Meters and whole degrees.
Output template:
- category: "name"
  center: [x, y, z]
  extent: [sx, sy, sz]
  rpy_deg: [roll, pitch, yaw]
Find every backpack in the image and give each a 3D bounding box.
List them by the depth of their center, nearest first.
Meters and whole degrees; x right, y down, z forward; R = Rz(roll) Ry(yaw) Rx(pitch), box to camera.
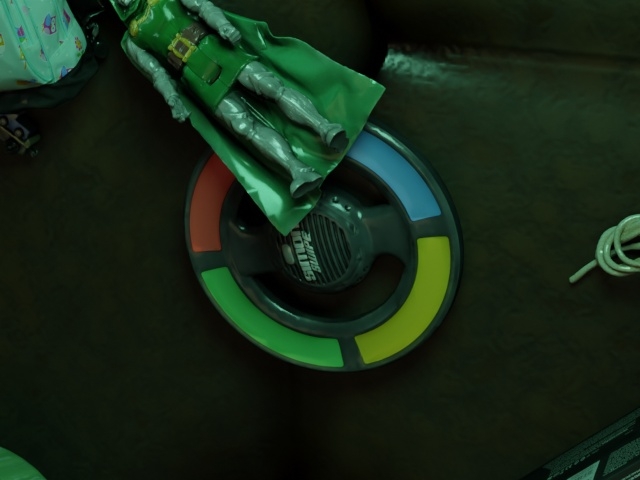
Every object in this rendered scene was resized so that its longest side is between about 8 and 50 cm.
- category: "backpack"
  center: [-0.256, -0.183, 1.414]
  extent: [0.152, 0.115, 0.182]
  rpy_deg: [-4, 131, 14]

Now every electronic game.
- category: "electronic game"
  center: [0.000, 0.000, 1.462]
  extent: [0.229, 0.048, 0.229]
  rpy_deg: [8, 117, 17]

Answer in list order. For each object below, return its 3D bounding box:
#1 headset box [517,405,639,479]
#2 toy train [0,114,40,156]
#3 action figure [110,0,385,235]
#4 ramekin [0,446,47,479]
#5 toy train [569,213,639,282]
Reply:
- category: "headset box"
  center: [0.296, 0.279, 1.446]
  extent: [0.218, 0.110, 0.293]
  rpy_deg: [-37, 97, 31]
- category: "toy train"
  center: [-0.290, -0.124, 1.525]
  extent: [0.158, 0.027, 0.036]
  rpy_deg: [39, 110, 0]
- category: "action figure"
  center: [-0.078, -0.127, 1.404]
  extent: [0.232, 0.063, 0.137]
  rpy_deg: [40, 105, 19]
- category: "ramekin"
  center: [-0.344, 0.316, 1.639]
  extent: [0.303, 0.148, 0.303]
  rpy_deg: [3, 96, 27]
- category: "toy train"
  center: [0.264, 0.007, 1.310]
  extent: [0.248, 0.143, 0.105]
  rpy_deg: [-32, 100, 29]
